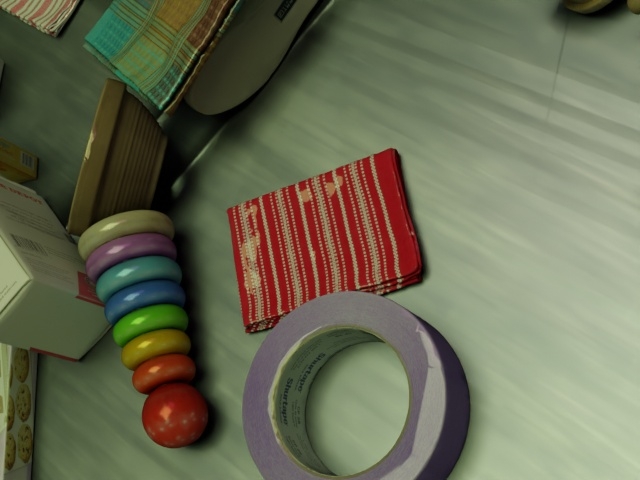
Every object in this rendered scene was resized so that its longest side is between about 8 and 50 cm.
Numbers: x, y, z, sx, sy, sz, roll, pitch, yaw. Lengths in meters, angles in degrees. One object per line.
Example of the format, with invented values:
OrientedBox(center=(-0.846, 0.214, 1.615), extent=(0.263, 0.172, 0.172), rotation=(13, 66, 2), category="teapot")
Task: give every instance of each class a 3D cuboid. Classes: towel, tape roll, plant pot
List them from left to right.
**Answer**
OrientedBox(center=(-0.489, -0.448, 1.831), extent=(0.197, 0.029, 0.144), rotation=(29, 87, 32), category="towel")
OrientedBox(center=(-0.291, -0.111, 1.538), extent=(0.110, 0.237, 0.237), rotation=(15, 78, -10), category="plant pot")
OrientedBox(center=(-0.230, -0.355, 1.572), extent=(0.271, 0.040, 0.370), rotation=(-57, 37, 6), category="towel")
OrientedBox(center=(0.000, 0.000, 1.427), extent=(0.275, 0.031, 0.199), rotation=(-19, 65, 21), category="towel")
OrientedBox(center=(0.042, 0.206, 1.302), extent=(0.275, 0.090, 0.275), rotation=(-9, 70, 25), category="tape roll")

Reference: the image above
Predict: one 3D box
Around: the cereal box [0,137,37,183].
OrientedBox(center=(-0.609, -0.121, 1.700), extent=(0.240, 0.173, 0.047), rotation=(-13, 69, 24), category="cereal box")

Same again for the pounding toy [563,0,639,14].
OrientedBox(center=(0.368, -0.373, 1.341), extent=(0.154, 0.155, 0.269), rotation=(-38, 45, 44), category="pounding toy")

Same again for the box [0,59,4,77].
OrientedBox(center=(-0.669, -0.287, 1.769), extent=(0.181, 0.182, 0.119), rotation=(-2, 69, 21), category="box")

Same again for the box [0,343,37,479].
OrientedBox(center=(-0.468, 0.304, 1.547), extent=(0.063, 0.067, 0.324), rotation=(-11, 68, 24), category="box")

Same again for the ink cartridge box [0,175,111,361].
OrientedBox(center=(-0.453, 0.029, 1.547), extent=(0.117, 0.207, 0.283), rotation=(-48, 58, 8), category="ink cartridge box")

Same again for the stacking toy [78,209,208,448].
OrientedBox(center=(-0.234, 0.130, 1.460), extent=(0.141, 0.141, 0.330), rotation=(-25, 70, 18), category="stacking toy")

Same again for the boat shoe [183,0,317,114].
OrientedBox(center=(-0.116, -0.350, 1.564), extent=(0.158, 0.127, 0.340), rotation=(35, 83, 38), category="boat shoe")
